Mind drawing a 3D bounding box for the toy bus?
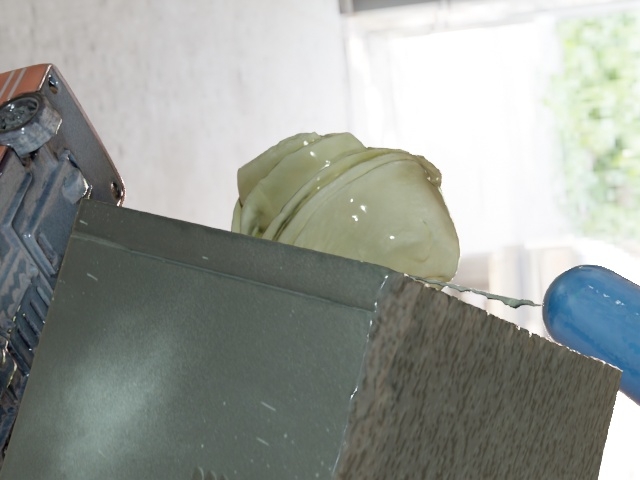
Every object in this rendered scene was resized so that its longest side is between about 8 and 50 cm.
[{"bbox_3d":[-0.348,0.034,1.440,0.427,0.233,0.203,-74,147,-45],"label":"toy bus"}]

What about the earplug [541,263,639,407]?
[{"bbox_3d":[0.364,0.122,1.658,0.132,0.273,0.132,-45,157,-26],"label":"earplug"}]

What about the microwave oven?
[{"bbox_3d":[0.001,0.190,1.056,0.432,0.236,0.374,23,82,-59],"label":"microwave oven"}]

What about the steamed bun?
[{"bbox_3d":[0.002,-0.003,1.710,0.203,0.276,0.289,27,12,-24],"label":"steamed bun"}]
